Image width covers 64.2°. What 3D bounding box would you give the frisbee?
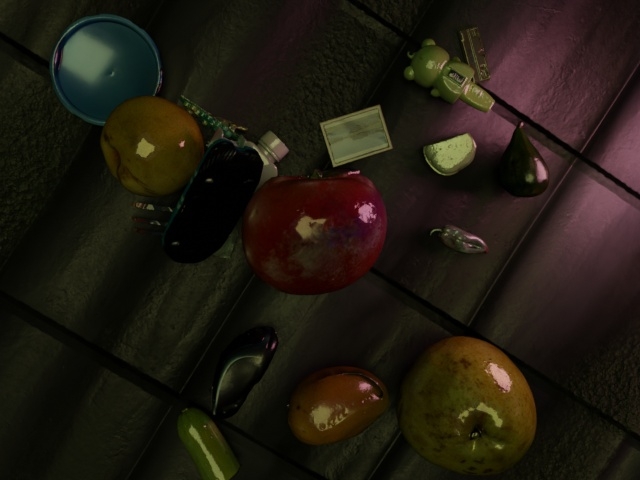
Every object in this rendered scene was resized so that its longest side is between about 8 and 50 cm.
[{"bbox_3d":[-0.468,-0.372,1.128,0.242,0.045,0.241,0,93,-4],"label":"frisbee"}]

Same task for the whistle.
[{"bbox_3d":[0.293,-0.365,1.157,0.228,0.085,0.105,32,92,-4],"label":"whistle"}]

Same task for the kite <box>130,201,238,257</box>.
[{"bbox_3d":[-0.308,-0.033,1.158,0.245,0.015,0.141,10,117,0],"label":"kite"}]

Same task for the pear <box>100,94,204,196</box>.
[{"bbox_3d":[-0.345,-0.199,1.075,0.209,0.209,0.208,0,94,-4],"label":"pear"}]

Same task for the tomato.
[{"bbox_3d":[0.005,0.001,1.095,0.335,0.176,0.289,-6,109,-13],"label":"tomato"}]

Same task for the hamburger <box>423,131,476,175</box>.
[{"bbox_3d":[0.303,-0.197,1.188,0.121,0.054,0.084,-16,99,0],"label":"hamburger"}]

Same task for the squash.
[{"bbox_3d":[-0.268,0.466,1.183,0.095,0.095,0.187,-28,91,-1],"label":"squash"}]

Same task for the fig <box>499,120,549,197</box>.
[{"bbox_3d":[0.460,-0.184,1.176,0.117,0.117,0.177,-11,78,-3],"label":"fig"}]

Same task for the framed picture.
[{"bbox_3d":[0.083,-0.243,1.189,0.149,0.011,0.109,-18,95,-2],"label":"framed picture"}]

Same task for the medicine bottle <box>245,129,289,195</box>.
[{"bbox_3d":[-0.158,-0.162,1.151,0.183,0.069,0.119,-44,99,1],"label":"medicine bottle"}]

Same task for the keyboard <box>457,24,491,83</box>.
[{"bbox_3d":[0.360,-0.433,1.193,0.049,0.015,0.129,-17,95,3],"label":"keyboard"}]

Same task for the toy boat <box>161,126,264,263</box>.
[{"bbox_3d":[-0.241,-0.088,1.080,0.134,0.092,0.298,14,121,-42],"label":"toy boat"}]

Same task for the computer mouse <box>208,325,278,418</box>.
[{"bbox_3d":[-0.185,0.286,1.147,0.096,0.137,0.233,34,93,-9],"label":"computer mouse"}]

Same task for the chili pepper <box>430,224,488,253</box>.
[{"bbox_3d":[0.335,0.001,1.208,0.153,0.041,0.050,24,134,-5],"label":"chili pepper"}]

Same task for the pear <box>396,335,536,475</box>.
[{"bbox_3d":[0.321,0.359,1.111,0.304,0.304,0.303,0,94,-4],"label":"pear"}]

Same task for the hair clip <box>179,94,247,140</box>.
[{"bbox_3d":[-0.246,-0.273,1.150,0.173,0.049,0.049,29,92,-6],"label":"hair clip"}]

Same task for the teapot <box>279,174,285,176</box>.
[{"bbox_3d":[-0.074,-0.103,1.165,0.064,0.064,0.083,13,89,-12],"label":"teapot"}]

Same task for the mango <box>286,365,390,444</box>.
[{"bbox_3d":[0.040,0.375,1.170,0.236,0.136,0.166,-6,91,-8],"label":"mango"}]
